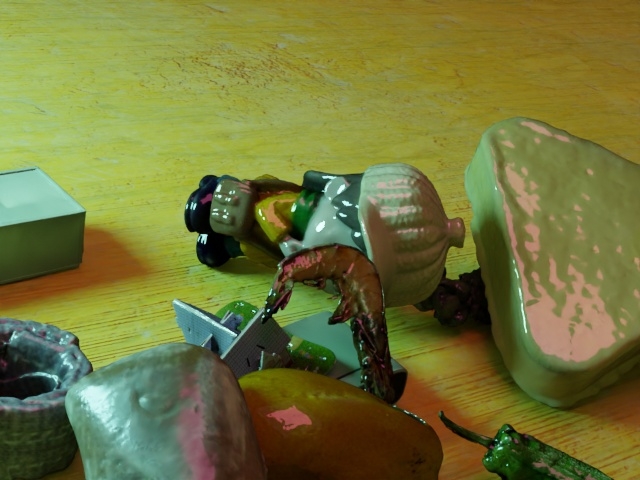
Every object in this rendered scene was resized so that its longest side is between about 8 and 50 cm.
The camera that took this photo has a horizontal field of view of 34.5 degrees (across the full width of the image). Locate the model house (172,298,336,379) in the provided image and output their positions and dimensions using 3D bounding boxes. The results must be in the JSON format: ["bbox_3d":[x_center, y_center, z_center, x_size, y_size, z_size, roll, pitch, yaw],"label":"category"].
[{"bbox_3d":[-0.084,0.109,1.098,0.167,0.088,0.117,28,66,33],"label":"model house"}]

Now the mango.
[{"bbox_3d":[0.001,0.197,0.987,0.236,0.136,0.166,14,26,-7],"label":"mango"}]

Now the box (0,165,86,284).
[{"bbox_3d":[-0.415,-0.011,1.237,0.225,0.086,0.129,-14,38,-39],"label":"box"}]

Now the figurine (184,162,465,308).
[{"bbox_3d":[0.007,-0.023,1.280,0.332,0.185,0.204,22,57,31],"label":"figurine"}]

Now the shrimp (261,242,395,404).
[{"bbox_3d":[0.010,0.097,1.072,0.148,0.035,0.195,-1,73,-34],"label":"shrimp"}]

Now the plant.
[{"bbox_3d":[0.192,0.074,1.339,0.174,0.087,0.085,-8,5,-40],"label":"plant"}]

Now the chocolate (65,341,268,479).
[{"bbox_3d":[-0.128,0.199,0.859,0.157,0.080,0.253,-20,63,-1],"label":"chocolate"}]

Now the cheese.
[{"bbox_3d":[0.329,0.040,1.284,0.384,0.104,0.383,5,56,-7],"label":"cheese"}]

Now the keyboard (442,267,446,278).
[{"bbox_3d":[0.056,0.036,1.403,0.231,0.023,0.072,14,36,4],"label":"keyboard"}]

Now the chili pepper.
[{"bbox_3d":[0.246,0.256,1.037,0.279,0.065,0.122,30,11,24],"label":"chili pepper"}]

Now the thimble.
[{"bbox_3d":[-0.294,0.152,0.988,0.150,0.097,0.150,9,30,-6],"label":"thimble"}]

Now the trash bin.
[{"bbox_3d":[0.013,0.144,1.158,0.116,0.059,0.130,-17,39,-39],"label":"trash bin"}]
